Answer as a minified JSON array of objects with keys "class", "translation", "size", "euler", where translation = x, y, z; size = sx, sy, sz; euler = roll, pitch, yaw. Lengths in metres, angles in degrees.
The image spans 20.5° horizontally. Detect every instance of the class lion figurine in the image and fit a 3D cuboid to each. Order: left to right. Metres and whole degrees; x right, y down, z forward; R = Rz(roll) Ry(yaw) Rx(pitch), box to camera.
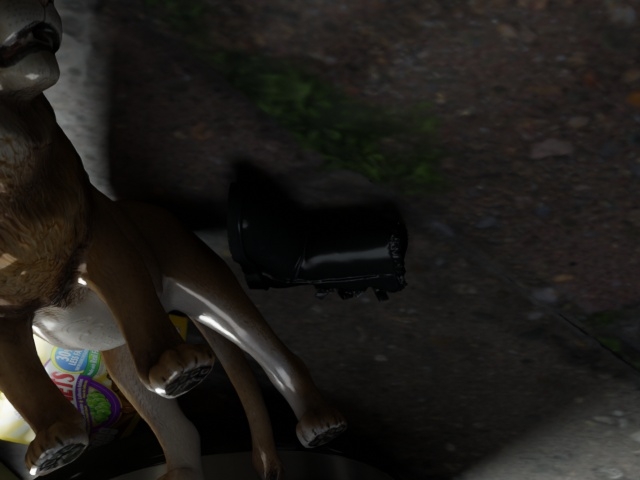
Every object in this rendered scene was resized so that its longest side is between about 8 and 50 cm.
[{"class":"lion figurine","translation":[-0.127,0.014,0.974],"size":[0.142,0.240,0.392],"euler":[-34,157,-1]}]

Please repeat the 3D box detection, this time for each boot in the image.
[{"class":"boot","translation":[0.000,0.000,1.050],"size":[0.099,0.045,0.121],"euler":[0,156,9]}]

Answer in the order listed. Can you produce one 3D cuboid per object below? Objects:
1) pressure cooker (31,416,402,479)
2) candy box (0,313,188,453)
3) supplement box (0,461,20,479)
[{"class":"pressure cooker","translation":[-0.056,0.386,1.277],"size":[0.370,0.420,0.375],"euler":[-17,145,4]},{"class":"candy box","translation":[-0.170,0.098,1.243],"size":[0.105,0.027,0.206],"euler":[15,147,-12]},{"class":"supplement box","translation":[-0.274,0.224,1.404],"size":[0.056,0.083,0.083],"euler":[-7,147,15]}]
